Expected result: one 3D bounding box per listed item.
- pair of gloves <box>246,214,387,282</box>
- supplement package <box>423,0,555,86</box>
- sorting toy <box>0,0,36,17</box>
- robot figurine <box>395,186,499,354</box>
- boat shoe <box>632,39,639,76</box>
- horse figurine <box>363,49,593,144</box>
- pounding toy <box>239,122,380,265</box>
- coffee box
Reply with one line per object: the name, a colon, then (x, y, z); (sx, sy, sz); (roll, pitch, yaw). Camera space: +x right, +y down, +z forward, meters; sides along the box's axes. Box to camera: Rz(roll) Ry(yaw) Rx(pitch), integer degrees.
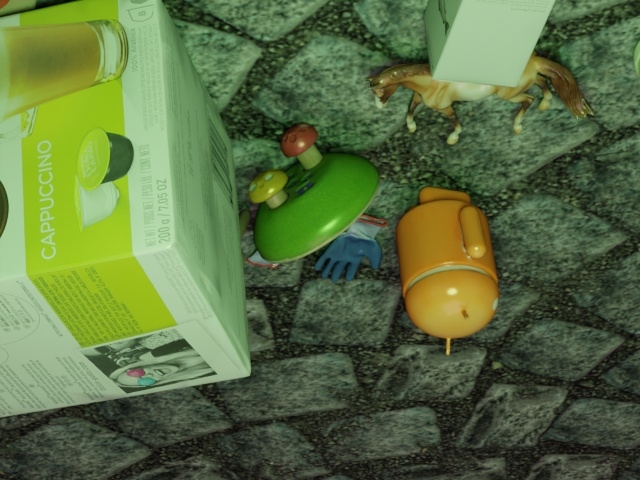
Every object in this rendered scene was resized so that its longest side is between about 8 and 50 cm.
pair of gloves: (0.000, 0.000, 2.363); (0.198, 0.023, 0.159); (11, 144, -19)
supplement package: (0.190, -0.270, 1.934); (0.105, 0.105, 0.179); (3, 143, -12)
sorting toy: (-0.452, -0.314, 1.849); (0.307, 0.041, 0.229); (4, 144, -13)
robot figurine: (0.165, 0.036, 2.261); (0.158, 0.219, 0.128); (-23, 140, 23)
boat shoe: (0.473, -0.259, 1.974); (0.127, 0.113, 0.340); (14, 140, -24)
horse figurine: (0.193, -0.182, 2.094); (0.263, 0.066, 0.174); (-7, 151, 7)
pounding toy: (-0.051, -0.062, 2.171); (0.237, 0.183, 0.110); (-24, 116, 26)
coffee box: (-0.290, -0.032, 1.984); (0.334, 0.337, 0.338); (-11, 151, 8)
